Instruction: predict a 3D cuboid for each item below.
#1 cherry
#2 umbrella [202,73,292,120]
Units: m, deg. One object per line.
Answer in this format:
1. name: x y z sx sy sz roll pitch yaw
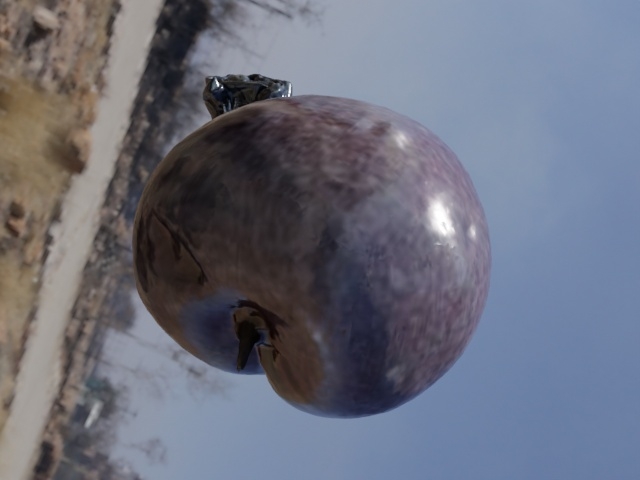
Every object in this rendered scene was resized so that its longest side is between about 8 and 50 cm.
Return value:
1. cherry: 0.004 0.000 0.530 0.176 0.176 0.140 -73 169 -46
2. umbrella: -0.069 -0.033 0.977 0.071 0.080 0.224 -55 149 -67
